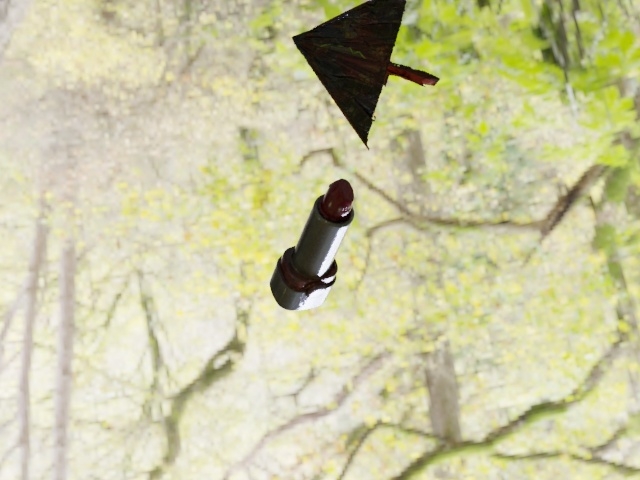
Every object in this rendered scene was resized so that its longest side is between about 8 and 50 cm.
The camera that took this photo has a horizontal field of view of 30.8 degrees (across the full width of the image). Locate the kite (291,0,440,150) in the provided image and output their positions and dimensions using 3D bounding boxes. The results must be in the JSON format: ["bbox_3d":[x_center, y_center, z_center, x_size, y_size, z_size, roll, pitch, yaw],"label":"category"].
[{"bbox_3d":[0.053,-0.216,1.420,0.189,0.009,0.232,15,127,-3],"label":"kite"}]

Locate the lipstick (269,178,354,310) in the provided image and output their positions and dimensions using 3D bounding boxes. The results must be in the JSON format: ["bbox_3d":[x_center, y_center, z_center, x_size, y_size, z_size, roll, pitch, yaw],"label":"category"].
[{"bbox_3d":[0.000,0.001,1.189,0.063,0.057,0.186,-10,148,-25],"label":"lipstick"}]
